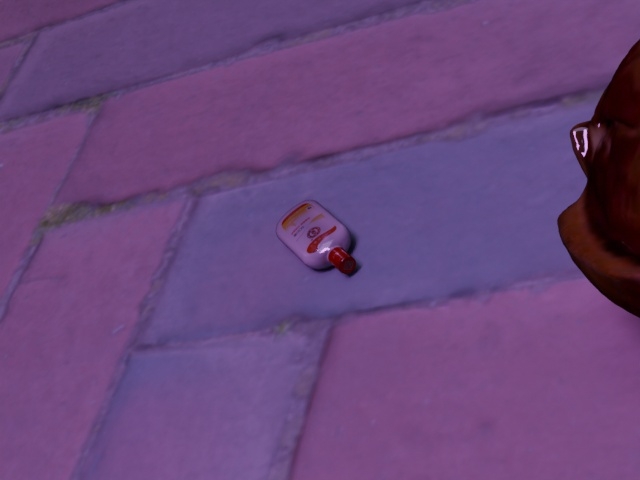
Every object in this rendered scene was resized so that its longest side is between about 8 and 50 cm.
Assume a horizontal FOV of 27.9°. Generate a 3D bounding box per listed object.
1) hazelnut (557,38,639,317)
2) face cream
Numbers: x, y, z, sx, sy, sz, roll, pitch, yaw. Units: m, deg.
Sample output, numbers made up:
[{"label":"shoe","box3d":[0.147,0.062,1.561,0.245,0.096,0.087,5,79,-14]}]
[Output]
[{"label":"hazelnut","box3d":[0.217,-0.042,0.663,0.202,0.160,0.170,-44,3,-26]},{"label":"face cream","box3d":[0.000,0.000,0.907,0.040,0.021,0.083,-40,37,-6]}]
